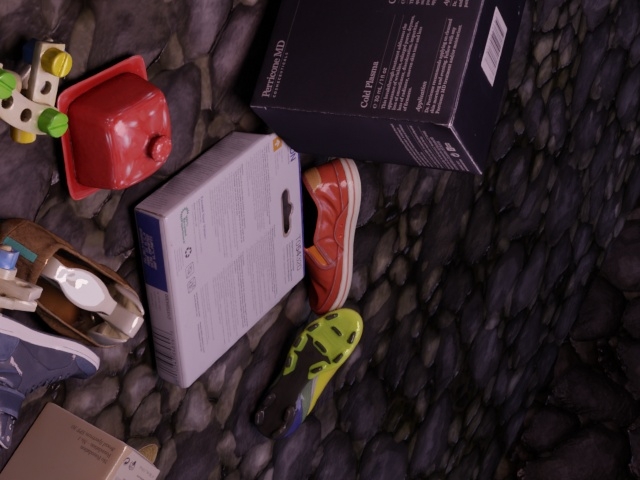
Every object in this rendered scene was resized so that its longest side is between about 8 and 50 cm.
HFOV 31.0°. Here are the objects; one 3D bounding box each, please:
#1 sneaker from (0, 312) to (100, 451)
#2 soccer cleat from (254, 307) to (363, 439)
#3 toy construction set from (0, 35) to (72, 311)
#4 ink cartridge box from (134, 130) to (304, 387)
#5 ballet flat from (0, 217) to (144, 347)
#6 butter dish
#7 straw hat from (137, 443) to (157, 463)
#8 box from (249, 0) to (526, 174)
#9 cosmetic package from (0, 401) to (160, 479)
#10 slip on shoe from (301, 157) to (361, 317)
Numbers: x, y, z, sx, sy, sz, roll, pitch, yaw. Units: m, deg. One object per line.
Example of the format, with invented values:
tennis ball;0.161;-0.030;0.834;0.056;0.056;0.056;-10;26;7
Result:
sneaker;-0.376;0.191;1.453;0.226;0.086;0.163;29;61;-52
soccer cleat;-0.019;0.233;2.083;0.289;0.093;0.121;-55;168;13
toy construction set;-0.380;-0.077;1.262;0.215;0.151;0.327;6;93;-61
ink cartridge box;-0.145;0.008;1.783;0.330;0.071;0.324;-44;143;-43
ballet flat;-0.303;0.073;1.499;0.116;0.124;0.342;-60;151;-14
butter dish;-0.241;-0.132;1.471;0.160;0.118;0.160;-37;139;-42
straw hat;-0.312;0.345;1.733;0.144;0.061;0.144;-47;161;-21
box;0.109;-0.299;1.693;0.179;0.313;0.343;42;61;-61
cosmetic package;-0.376;0.396;1.560;0.309;0.160;0.113;-59;149;-18
slip on shoe;0.000;0.000;2.001;0.101;0.123;0.331;-8;132;-16
